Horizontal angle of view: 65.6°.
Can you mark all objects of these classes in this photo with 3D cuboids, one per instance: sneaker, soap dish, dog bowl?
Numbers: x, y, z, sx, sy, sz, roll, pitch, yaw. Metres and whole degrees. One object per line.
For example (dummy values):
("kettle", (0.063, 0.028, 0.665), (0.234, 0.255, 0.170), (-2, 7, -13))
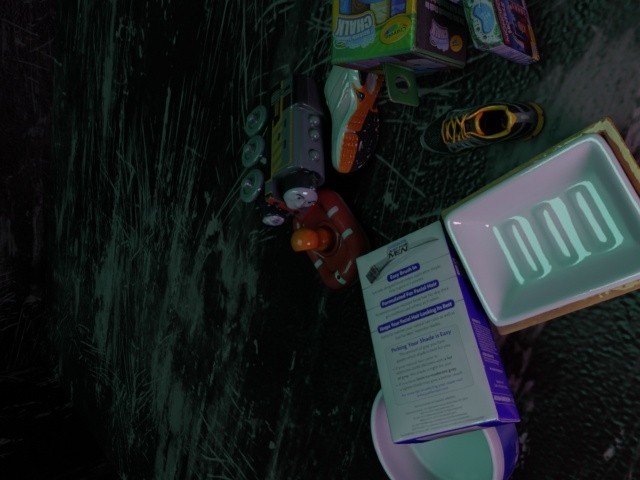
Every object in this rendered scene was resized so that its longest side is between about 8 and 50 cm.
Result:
("sneaker", (0.057, -0.273, 1.033), (0.121, 0.099, 0.262), (20, 102, 48))
("soap dish", (0.357, -0.009, 0.758), (0.291, 0.118, 0.228), (-34, 73, 41))
("sneaker", (0.259, -0.195, 0.848), (0.215, 0.083, 0.084), (-7, 93, 45))
("dog bowl", (0.230, 0.372, 0.947), (0.265, 0.104, 0.264), (7, 101, 42))

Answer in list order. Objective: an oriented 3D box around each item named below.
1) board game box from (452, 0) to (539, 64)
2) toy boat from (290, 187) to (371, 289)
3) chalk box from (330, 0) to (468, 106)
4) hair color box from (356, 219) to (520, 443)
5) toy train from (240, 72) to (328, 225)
("board game box", (0.249, -0.368, 0.754), (0.060, 0.194, 0.194), (-16, 85, 44))
("toy boat", (0.000, 0.000, 1.075), (0.151, 0.151, 0.231), (-50, 63, 36))
("chalk box", (0.139, -0.385, 0.866), (0.179, 0.180, 0.288), (11, 103, 42))
("hair color box", (0.190, 0.158, 0.860), (0.185, 0.110, 0.338), (-27, 59, 30))
("toy train", (-0.072, -0.199, 1.077), (0.190, 0.142, 0.333), (-26, 54, 41))
